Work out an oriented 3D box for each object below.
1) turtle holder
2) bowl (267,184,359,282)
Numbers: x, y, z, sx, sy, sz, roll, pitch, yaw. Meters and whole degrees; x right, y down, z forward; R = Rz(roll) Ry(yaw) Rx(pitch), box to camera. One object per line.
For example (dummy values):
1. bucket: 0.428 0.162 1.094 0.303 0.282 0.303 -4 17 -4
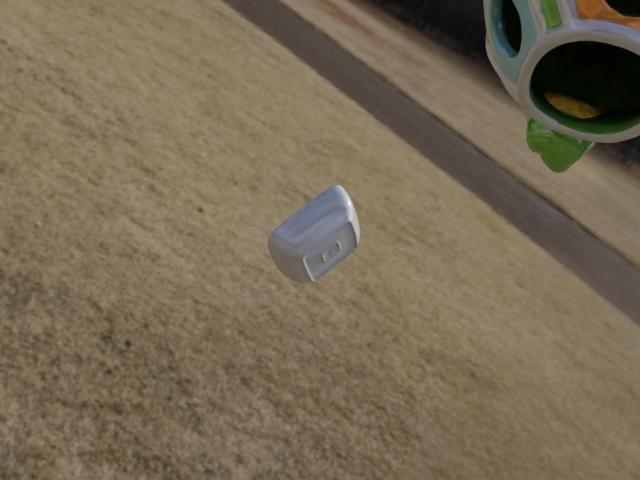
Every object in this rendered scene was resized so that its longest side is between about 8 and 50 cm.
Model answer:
1. turtle holder: 0.236 -0.203 0.716 0.243 0.227 0.320 28 -24 -17
2. bowl: 0.000 0.000 1.199 0.053 0.142 0.142 47 -12 28
